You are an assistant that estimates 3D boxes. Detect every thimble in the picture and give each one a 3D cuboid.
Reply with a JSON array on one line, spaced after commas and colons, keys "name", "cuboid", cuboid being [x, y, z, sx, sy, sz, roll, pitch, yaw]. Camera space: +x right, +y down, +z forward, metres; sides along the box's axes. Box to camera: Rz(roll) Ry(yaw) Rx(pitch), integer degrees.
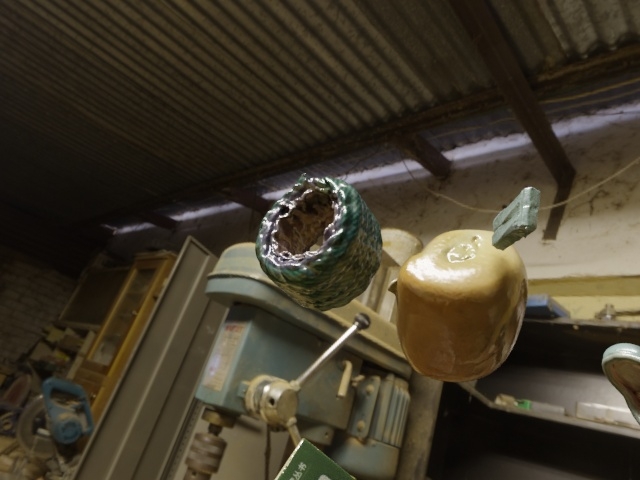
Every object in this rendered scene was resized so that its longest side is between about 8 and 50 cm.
[{"name": "thimble", "cuboid": [0.000, 0.002, 0.462, 0.119, 0.135, 0.090, 15, -22, 34]}]

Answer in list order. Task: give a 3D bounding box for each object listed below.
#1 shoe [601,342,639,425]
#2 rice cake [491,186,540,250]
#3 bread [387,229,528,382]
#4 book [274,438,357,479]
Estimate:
[{"name": "shoe", "cuboid": [0.412, 0.216, 0.496, 0.195, 0.078, 0.079, 52, -28, 17]}, {"name": "rice cake", "cuboid": [0.399, -0.036, 0.871, 0.040, 0.085, 0.226, 11, -10, 10]}, {"name": "bread", "cuboid": [0.380, 0.183, 1.111, 0.253, 0.348, 0.375, 42, -33, 45]}, {"name": "book", "cuboid": [0.030, 0.376, 0.438, 0.264, 0.202, 0.027, 34, -39, 12]}]
